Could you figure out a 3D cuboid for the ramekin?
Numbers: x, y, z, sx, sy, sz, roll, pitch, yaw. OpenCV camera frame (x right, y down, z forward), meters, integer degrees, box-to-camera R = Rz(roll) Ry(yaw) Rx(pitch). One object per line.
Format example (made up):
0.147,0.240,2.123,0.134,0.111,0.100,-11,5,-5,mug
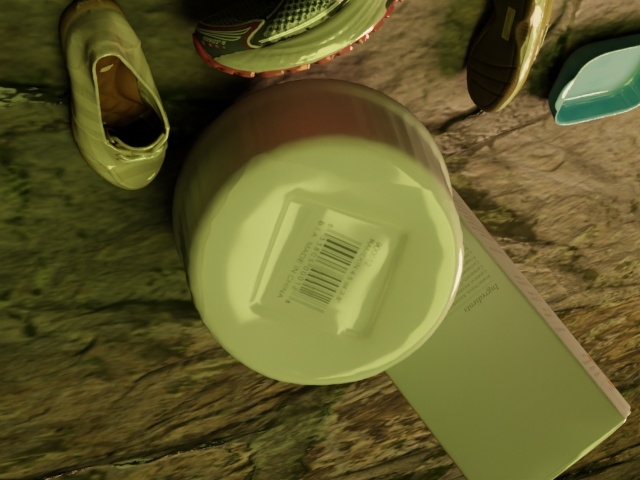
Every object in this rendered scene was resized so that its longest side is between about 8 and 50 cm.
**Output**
0.000,0.000,1.015,0.277,0.135,0.277,-2,113,-5,ramekin

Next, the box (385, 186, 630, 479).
0.166,0.104,1.210,0.168,0.345,0.215,-40,165,10,box

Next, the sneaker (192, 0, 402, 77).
0.023,-0.237,0.878,0.299,0.121,0.112,-34,121,1,sneaker

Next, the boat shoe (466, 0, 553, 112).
0.208,-0.214,1.123,0.072,0.068,0.190,-29,152,-33,boat shoe

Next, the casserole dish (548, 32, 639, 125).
0.344,-0.198,1.304,0.188,0.037,0.114,-14,145,-29,casserole dish

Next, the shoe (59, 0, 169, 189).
-0.169,-0.104,0.911,0.076,0.058,0.219,-26,149,-14,shoe
